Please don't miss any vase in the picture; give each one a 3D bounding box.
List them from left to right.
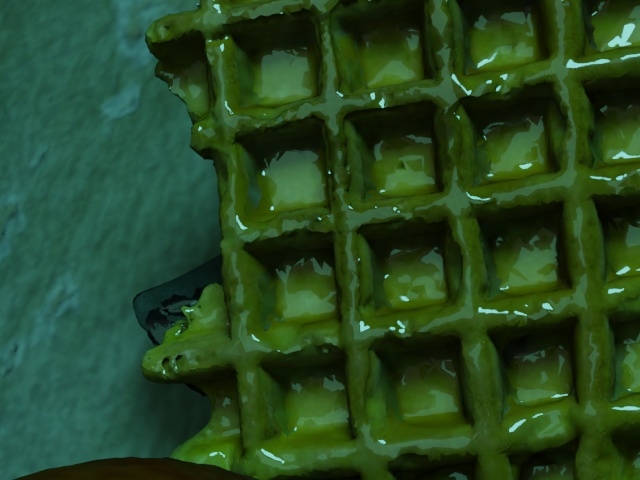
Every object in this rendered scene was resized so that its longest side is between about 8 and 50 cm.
[{"bbox_3d":[0.000,0.000,0.583,0.167,0.059,0.059,-36,54,7],"label":"vase"}]

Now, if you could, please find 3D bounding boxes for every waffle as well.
[{"bbox_3d":[0.050,-0.023,0.513,0.282,0.058,0.300,17,87,14],"label":"waffle"}]

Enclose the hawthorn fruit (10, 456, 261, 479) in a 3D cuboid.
[{"bbox_3d":[-0.089,0.216,0.392,0.311,0.295,0.295,-28,55,21],"label":"hawthorn fruit"}]
